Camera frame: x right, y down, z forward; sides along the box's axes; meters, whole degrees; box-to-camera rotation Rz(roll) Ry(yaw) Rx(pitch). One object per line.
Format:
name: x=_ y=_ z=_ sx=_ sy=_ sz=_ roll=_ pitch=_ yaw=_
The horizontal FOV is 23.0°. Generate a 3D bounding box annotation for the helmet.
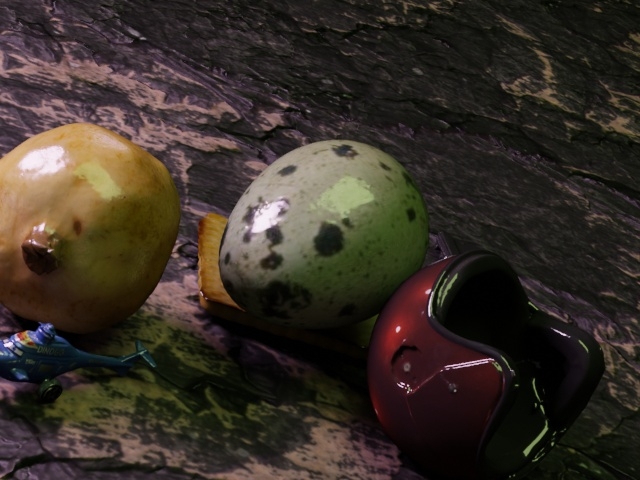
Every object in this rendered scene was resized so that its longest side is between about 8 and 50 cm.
helmet: x=0.140 y=0.118 z=1.436 sx=0.189 sy=0.193 sz=0.216 roll=-5 pitch=83 yaw=-50

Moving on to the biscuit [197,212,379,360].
biscuit: x=-0.009 y=0.056 z=1.601 sx=0.254 sy=0.029 sz=0.172 roll=18 pitch=29 yaw=-15

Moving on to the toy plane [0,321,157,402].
toy plane: x=-0.213 y=0.099 z=1.328 sx=0.167 sy=0.062 sz=0.054 roll=10 pitch=29 yaw=-47

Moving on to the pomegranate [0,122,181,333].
pomegranate: x=-0.215 y=-0.007 z=1.373 sx=0.196 sy=0.196 sz=0.196 roll=20 pitch=28 yaw=-11

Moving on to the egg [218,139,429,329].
egg: x=0.000 y=0.000 z=1.492 sx=0.228 sy=0.177 sz=0.177 roll=-29 pitch=57 yaw=-36

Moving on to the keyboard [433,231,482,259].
keyboard: x=0.184 y=0.072 z=1.744 sx=0.072 sy=0.023 sz=0.231 roll=20 pitch=28 yaw=-26
